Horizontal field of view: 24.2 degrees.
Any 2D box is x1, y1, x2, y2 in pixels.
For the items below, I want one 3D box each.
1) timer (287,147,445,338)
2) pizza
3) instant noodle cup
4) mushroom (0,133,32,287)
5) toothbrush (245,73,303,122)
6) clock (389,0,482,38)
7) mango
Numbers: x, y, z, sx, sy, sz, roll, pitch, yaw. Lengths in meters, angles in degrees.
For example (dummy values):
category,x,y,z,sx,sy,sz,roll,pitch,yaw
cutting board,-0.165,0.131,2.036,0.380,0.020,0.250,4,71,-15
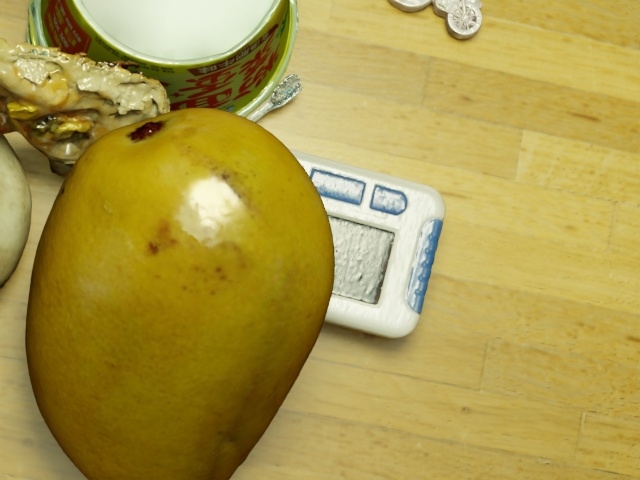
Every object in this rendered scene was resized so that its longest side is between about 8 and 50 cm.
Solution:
category,x,y,z,sx,sy,sz,roll,pitch,yaw
timer,0.000,0.000,1.663,0.253,0.078,0.178,16,84,-4
pizza,-0.248,-0.129,1.519,0.189,0.297,0.071,0,70,10
instant noodle cup,-0.163,-0.273,1.600,0.311,0.221,0.311,1,82,-8
mushroom,-0.416,-0.033,1.546,0.184,0.255,0.254,4,81,27
toothbrush,-0.131,-0.091,1.667,0.288,0.026,0.024,-39,85,-4
clock,0.138,-0.291,1.738,0.129,0.041,0.087,35,83,2
mango,-0.150,0.079,1.515,0.300,0.232,0.445,16,117,3
